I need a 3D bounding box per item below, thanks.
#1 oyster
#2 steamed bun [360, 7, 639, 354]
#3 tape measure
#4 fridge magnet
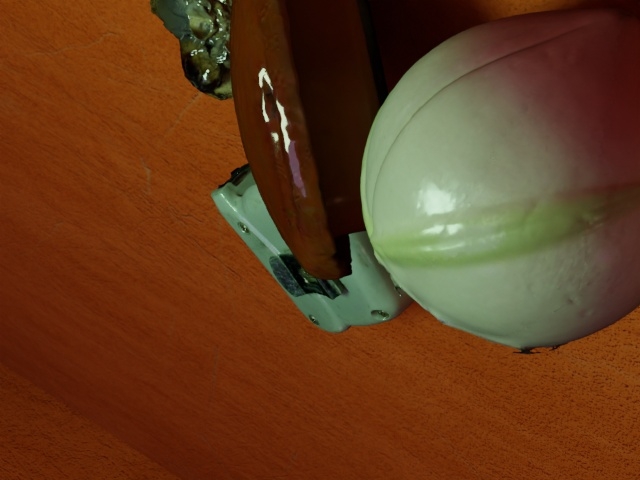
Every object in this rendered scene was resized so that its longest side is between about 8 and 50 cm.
[{"bbox_3d":[-0.139,-0.257,1.821,0.232,0.107,0.161,51,163,-9],"label":"oyster"},{"bbox_3d":[0.197,-0.080,1.382,0.309,0.309,0.309,35,153,20],"label":"steamed bun"},{"bbox_3d":[0.000,0.000,1.963,0.243,0.125,0.246,51,155,-14],"label":"tape measure"},{"bbox_3d":[-0.008,-0.140,1.593,0.363,0.155,0.363,-12,-90,-87],"label":"fridge magnet"}]
